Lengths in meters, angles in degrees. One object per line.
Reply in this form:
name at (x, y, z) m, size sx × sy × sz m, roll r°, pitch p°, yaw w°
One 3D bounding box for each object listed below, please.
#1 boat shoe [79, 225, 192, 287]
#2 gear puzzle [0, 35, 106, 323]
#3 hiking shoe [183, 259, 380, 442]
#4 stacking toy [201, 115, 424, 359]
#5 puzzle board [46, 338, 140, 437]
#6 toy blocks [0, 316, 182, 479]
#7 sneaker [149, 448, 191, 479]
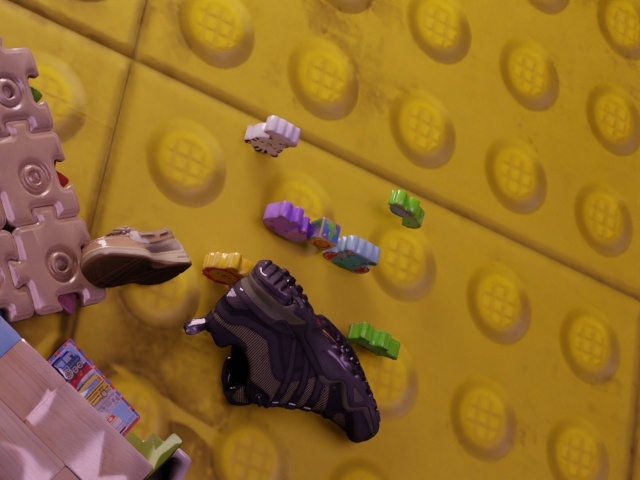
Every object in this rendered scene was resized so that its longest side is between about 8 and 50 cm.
boat shoe at (-0.167, 0.008, 1.531) m, size 0.153 × 0.056 × 0.048 m, roll 2°, pitch 59°, yaw -62°
gear puzzle at (-0.306, -0.087, 1.496) m, size 0.175 × 0.044 × 0.339 m, roll -13°, pitch 83°, yaw -45°
hiking shoe at (-0.032, 0.118, 1.607) m, size 0.227 × 0.114 × 0.086 m, roll 53°, pitch 8°, yaw -33°
stacking toy at (0.000, 0.000, 1.684) m, size 0.221 × 0.052 × 0.167 m, roll 28°, pitch 62°, yaw -27°
puzzle board at (-0.222, 0.160, 1.493) m, size 0.096 × 0.011 × 0.128 m, roll 49°, pitch 54°, yaw -12°
toy blocks at (-0.324, 0.189, 1.319) m, size 0.261 × 0.191 × 0.381 m, roll 45°, pitch 64°, yaw 3°
sneaker at (-0.177, 0.242, 1.450) m, size 0.069 × 0.084 × 0.185 m, roll 43°, pitch 55°, yaw -17°
